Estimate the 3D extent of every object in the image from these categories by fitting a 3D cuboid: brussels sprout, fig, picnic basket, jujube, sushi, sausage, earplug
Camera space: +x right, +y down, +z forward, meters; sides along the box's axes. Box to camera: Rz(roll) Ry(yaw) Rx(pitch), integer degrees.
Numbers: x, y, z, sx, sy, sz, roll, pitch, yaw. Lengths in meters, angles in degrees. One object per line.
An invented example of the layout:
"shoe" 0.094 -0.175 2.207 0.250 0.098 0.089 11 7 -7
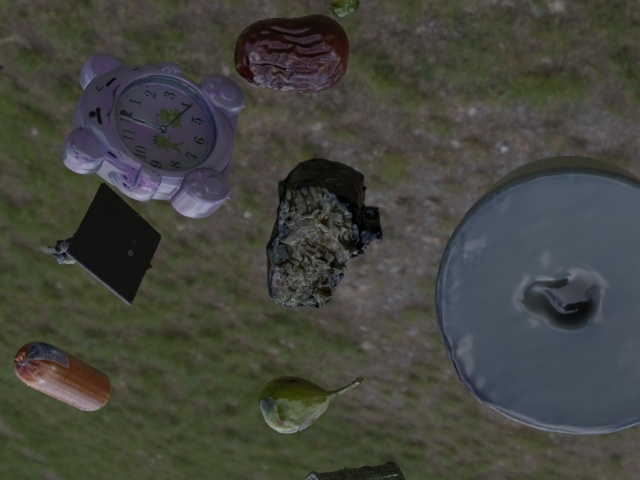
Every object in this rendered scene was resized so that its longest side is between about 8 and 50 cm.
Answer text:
"brussels sprout" 0.029 -0.390 1.406 0.051 0.046 0.083 161 86 -82
"fig" -0.016 0.249 1.344 0.166 0.093 0.093 -1 146 30
"picnic basket" 0.068 0.528 1.781 0.196 0.154 0.134 1 137 -28
"jujube" -0.055 -0.370 1.768 0.230 0.155 0.155 -1 160 -20
"sushi" 0.000 0.000 1.226 0.147 0.115 0.212 14 128 -9
"sausage" -0.402 0.205 1.380 0.071 0.071 0.234 13 161 18
"earplug" 0.325 0.045 1.183 0.313 0.312 0.394 16 -168 11

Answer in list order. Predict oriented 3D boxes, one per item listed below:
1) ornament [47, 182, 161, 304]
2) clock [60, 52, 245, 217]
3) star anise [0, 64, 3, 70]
"ornament" -0.409 0.025 1.558 0.196 0.153 0.166 -12 135 36
"clock" -0.319 -0.211 1.734 0.322 0.295 0.113 16 154 -21
"star anise" -0.575 -0.250 1.319 0.230 0.262 0.081 23 137 4
